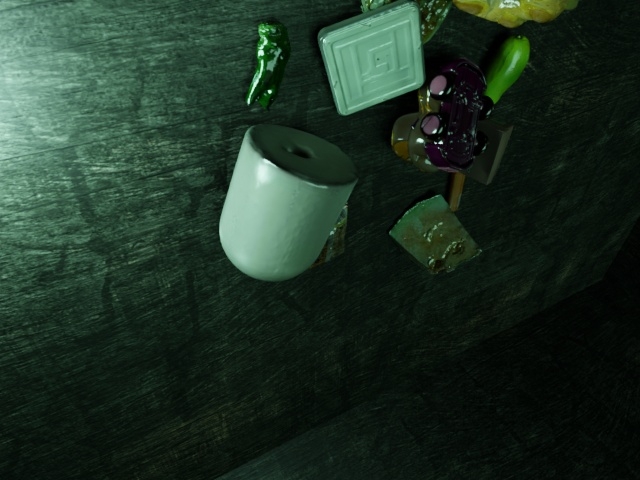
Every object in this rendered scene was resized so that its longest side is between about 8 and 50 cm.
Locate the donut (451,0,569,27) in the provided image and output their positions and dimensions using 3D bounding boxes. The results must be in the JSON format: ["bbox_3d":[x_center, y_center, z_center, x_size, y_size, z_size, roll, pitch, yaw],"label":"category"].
[{"bbox_3d":[0.443,-0.636,1.183,0.317,0.299,0.149,13,100,-45],"label":"donut"}]

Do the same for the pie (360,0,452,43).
[{"bbox_3d":[0.235,-0.641,1.287,0.303,0.067,0.302,-21,138,-20],"label":"pie"}]

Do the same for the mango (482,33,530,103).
[{"bbox_3d":[0.596,-0.553,1.611,0.126,0.111,0.232,-6,131,-28],"label":"mango"}]

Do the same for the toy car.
[{"bbox_3d":[0.363,-0.377,1.537,0.272,0.241,0.340,8,94,-43],"label":"toy car"}]

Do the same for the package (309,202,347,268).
[{"bbox_3d":[-0.006,0.003,1.683,0.224,0.108,0.287,-21,140,-18],"label":"package"}]

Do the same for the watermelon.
[{"bbox_3d":[0.440,-0.005,1.945,0.264,0.302,0.151,-39,174,12],"label":"watermelon"}]

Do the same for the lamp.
[{"bbox_3d":[0.145,-0.482,1.328,0.267,0.047,0.269,-21,143,2],"label":"lamp"}]

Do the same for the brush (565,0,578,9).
[{"bbox_3d":[0.721,-0.794,1.466,0.059,0.123,0.197,-58,154,-37],"label":"brush"}]

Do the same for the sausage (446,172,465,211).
[{"bbox_3d":[0.525,-0.239,1.896,0.053,0.053,0.347,-23,138,-18],"label":"sausage"}]

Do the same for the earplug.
[{"bbox_3d":[-0.113,-0.077,1.364,0.313,0.312,0.393,0,127,-37],"label":"earplug"}]

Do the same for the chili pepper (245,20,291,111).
[{"bbox_3d":[-0.126,-0.423,1.225,0.098,0.061,0.224,-15,133,-36],"label":"chili pepper"}]

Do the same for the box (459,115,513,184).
[{"bbox_3d":[0.518,-0.332,1.679,0.086,0.215,0.215,-35,144,-35],"label":"box"}]
